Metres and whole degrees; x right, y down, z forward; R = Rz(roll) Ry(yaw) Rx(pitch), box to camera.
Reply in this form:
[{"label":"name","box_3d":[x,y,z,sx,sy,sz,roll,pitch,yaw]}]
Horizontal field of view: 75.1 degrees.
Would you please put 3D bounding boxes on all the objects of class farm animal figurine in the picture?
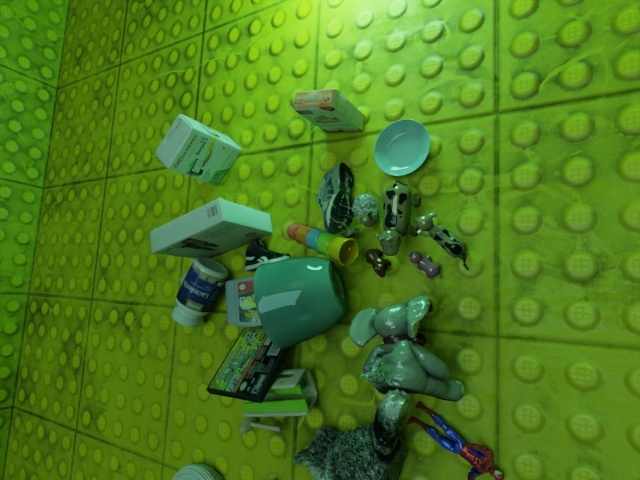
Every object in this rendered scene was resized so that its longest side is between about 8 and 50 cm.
[{"label":"farm animal figurine","box_3d":[0.258,-0.034,1.280,0.330,0.172,0.326,-17,74,28]}]

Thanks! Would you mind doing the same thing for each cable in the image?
[{"label":"cable","box_3d":[-0.473,0.999,1.608,0.257,0.089,0.257,-51,60,15]}]

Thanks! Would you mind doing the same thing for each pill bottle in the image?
[{"label":"pill bottle","box_3d":[-0.498,0.213,1.708,0.153,0.153,0.264,33,100,31]}]

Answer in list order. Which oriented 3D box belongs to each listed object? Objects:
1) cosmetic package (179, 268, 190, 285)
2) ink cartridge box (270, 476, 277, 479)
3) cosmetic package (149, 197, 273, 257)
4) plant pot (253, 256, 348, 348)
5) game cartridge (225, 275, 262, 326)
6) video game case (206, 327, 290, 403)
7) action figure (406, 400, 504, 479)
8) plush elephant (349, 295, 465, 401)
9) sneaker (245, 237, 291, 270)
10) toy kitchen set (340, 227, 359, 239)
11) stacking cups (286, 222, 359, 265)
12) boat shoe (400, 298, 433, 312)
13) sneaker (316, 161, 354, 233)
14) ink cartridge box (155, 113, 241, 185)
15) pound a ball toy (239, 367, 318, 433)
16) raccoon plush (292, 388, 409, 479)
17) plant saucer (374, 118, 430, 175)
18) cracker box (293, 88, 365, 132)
[{"label":"cosmetic package","box_3d":[-0.550,0.152,1.804,0.115,0.060,0.041,-41,64,21]},{"label":"ink cartridge box","box_3d":[-0.190,0.939,1.422,0.127,0.128,0.176,-43,64,18]},{"label":"cosmetic package","box_3d":[-0.422,-0.030,1.624,0.377,0.284,0.097,-21,74,27]},{"label":"plant pot","box_3d":[-0.046,0.185,1.376,0.235,0.293,0.292,-17,73,14]},{"label":"game cartridge","box_3d":[-0.249,0.236,1.615,0.294,0.060,0.195,-13,80,29]},{"label":"video game case","box_3d":[-0.243,0.432,1.483,0.248,0.035,0.274,-5,39,34]},{"label":"action figure","box_3d":[0.365,0.572,1.148,0.280,0.139,0.091,29,99,29]},{"label":"plush elephant","box_3d":[0.232,0.302,1.206,0.272,0.330,0.255,-11,58,37]},{"label":"sneaker","box_3d":[-0.212,0.044,1.605,0.217,0.079,0.121,-14,77,30]},{"label":"toy kitchen set","box_3d":[0.112,0.002,1.433,0.083,0.068,0.075,-35,78,52]},{"label":"stacking cups","box_3d":[0.000,0.000,1.455,0.316,0.096,0.096,23,94,50]},{"label":"boat shoe","box_3d":[0.282,0.219,1.302,0.142,0.049,0.040,-21,110,32]},{"label":"sneaker","box_3d":[0.043,-0.133,1.448,0.122,0.110,0.282,-21,45,38]},{"label":"ink cartridge box","box_3d":[-0.500,-0.367,1.727,0.117,0.278,0.201,45,106,29]},{"label":"pound a ball toy","box_3d":[-0.164,0.565,1.485,0.319,0.136,0.208,-13,105,26]},{"label":"raccoon plush","box_3d":[0.097,0.573,1.249,0.299,0.216,0.446,21,102,35]},{"label":"plant saucer","box_3d":[0.275,-0.306,1.393,0.195,0.037,0.194,-5,81,30]},{"label":"cracker box","box_3d":[0.035,-0.443,1.444,0.156,0.232,0.067,8,86,32]}]
